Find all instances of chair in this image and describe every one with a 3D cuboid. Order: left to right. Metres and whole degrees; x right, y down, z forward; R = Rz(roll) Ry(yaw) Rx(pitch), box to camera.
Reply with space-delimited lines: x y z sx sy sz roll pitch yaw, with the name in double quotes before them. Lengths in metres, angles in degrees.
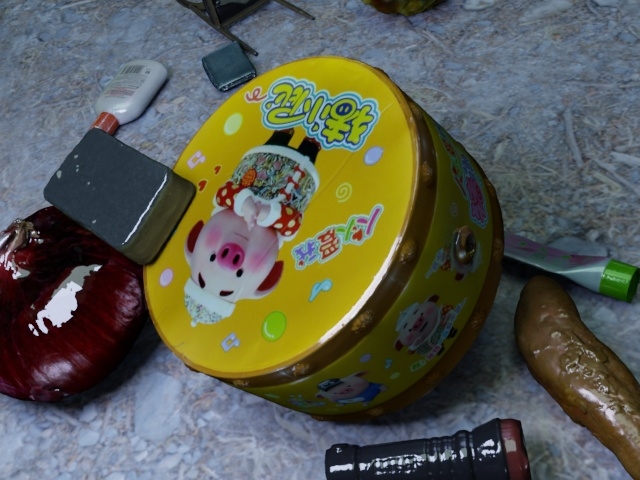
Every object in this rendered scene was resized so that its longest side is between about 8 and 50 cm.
"chair" -0.173 -0.530 1.768 0.188 0.166 0.272 -37 48 -20

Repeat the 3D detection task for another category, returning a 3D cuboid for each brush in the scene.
"brush" -0.262 -0.062 1.094 0.197 0.059 0.123 28 81 35

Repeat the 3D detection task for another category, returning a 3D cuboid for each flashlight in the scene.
"flashlight" 0.120 0.260 0.976 0.231 0.093 0.093 -11 45 10

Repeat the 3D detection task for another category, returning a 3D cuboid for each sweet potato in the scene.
"sweet potato" 0.304 0.152 1.018 0.106 0.095 0.355 11 34 -25

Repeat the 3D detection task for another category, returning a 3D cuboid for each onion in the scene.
"onion" -0.375 0.075 1.187 0.313 0.232 0.314 -15 52 20

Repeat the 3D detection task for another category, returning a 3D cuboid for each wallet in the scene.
"wallet" -0.182 -0.341 1.686 0.088 0.026 0.129 -26 46 -4

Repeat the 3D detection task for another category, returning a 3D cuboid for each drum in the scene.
"drum" 0.000 0.000 1.050 0.431 0.214 0.431 -19 56 32

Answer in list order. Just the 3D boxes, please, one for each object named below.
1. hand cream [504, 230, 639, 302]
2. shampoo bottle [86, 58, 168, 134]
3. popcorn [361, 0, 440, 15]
"hand cream" 0.298 0.019 1.178 0.275 0.079 0.050 20 89 32
"shampoo bottle" -0.384 -0.272 1.659 0.108 0.051 0.221 7 50 21
"popcorn" 0.163 -0.540 1.663 0.218 0.189 0.169 -14 47 5
